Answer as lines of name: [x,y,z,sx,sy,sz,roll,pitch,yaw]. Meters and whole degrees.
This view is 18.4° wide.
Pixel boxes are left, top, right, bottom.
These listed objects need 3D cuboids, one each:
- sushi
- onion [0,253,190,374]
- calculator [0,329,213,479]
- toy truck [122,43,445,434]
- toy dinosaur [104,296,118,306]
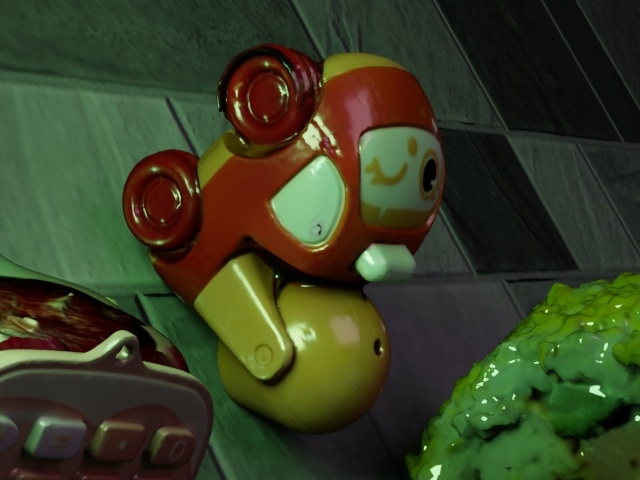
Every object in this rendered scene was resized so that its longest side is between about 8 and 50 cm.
sushi: [0.282,0.217,1.608,0.396,0.351,0.240,52,34,-2]
onion: [-0.208,0.107,1.069,0.272,0.272,0.195,-17,115,-63]
calculator: [-0.169,0.179,0.937,0.048,0.329,0.220,39,14,34]
toy truck: [0.000,0.000,1.486,0.239,0.265,0.189,53,25,21]
toy dinosaur: [-0.217,0.069,1.240,0.200,0.072,0.251,-1,70,-47]
